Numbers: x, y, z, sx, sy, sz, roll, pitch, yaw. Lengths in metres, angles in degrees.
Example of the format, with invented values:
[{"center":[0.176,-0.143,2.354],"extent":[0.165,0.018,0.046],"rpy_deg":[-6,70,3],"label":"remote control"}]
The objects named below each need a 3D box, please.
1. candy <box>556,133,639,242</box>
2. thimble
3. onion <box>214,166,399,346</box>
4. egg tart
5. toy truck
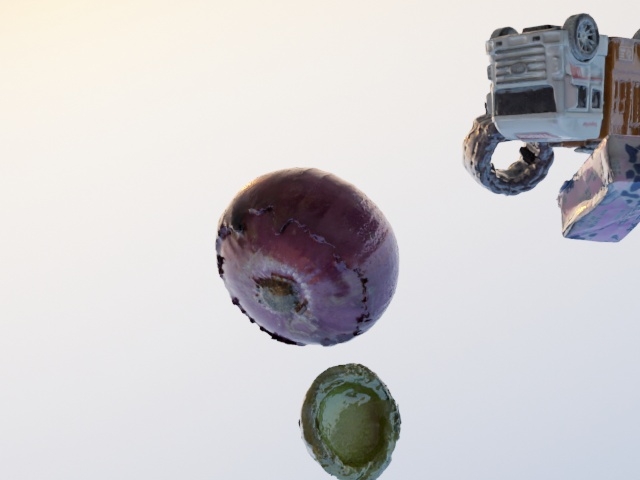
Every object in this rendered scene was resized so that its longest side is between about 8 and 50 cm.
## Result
[{"center":[0.362,-0.061,1.086],"extent":[0.092,0.160,0.073],"rpy_deg":[4,-118,-9],"label":"candy"},{"center":[0.329,-0.156,1.545],"extent":[0.150,0.150,0.098],"rpy_deg":[-15,-156,-3],"label":"thimble"},{"center":[-0.014,0.012,1.656],"extent":[0.358,0.358,0.345],"rpy_deg":[11,-119,41],"label":"onion"},{"center":[0.036,0.281,1.364],"extent":[0.078,0.197,0.197],"rpy_deg":[-16,-162,46],"label":"egg tart"},{"center":[0.440,-0.240,1.420],"extent":[0.387,0.207,0.173],"rpy_deg":[-4,-174,-37],"label":"toy truck"}]
